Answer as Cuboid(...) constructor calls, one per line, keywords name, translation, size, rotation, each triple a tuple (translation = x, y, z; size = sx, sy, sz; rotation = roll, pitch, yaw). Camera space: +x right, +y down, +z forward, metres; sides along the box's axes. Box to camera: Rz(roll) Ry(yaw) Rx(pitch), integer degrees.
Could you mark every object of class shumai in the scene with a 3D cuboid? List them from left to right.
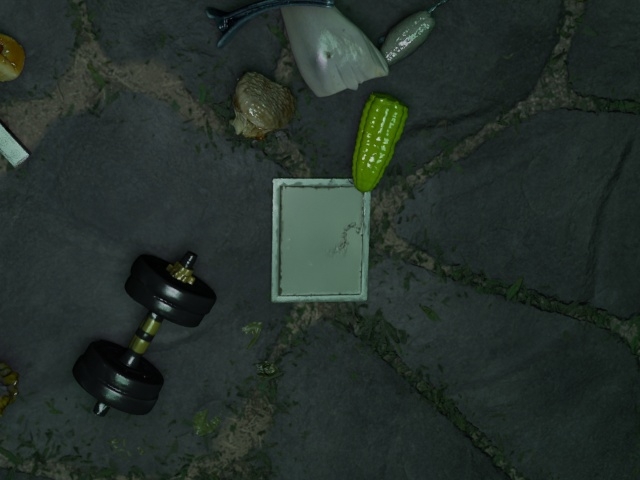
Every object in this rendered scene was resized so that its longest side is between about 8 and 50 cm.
Cuboid(name="shumai", translation=(-0.131, -0.262, 1.786), size=(0.145, 0.145, 0.116), rotation=(37, 136, -15))

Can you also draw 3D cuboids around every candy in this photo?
Cuboid(name="candy", translation=(0.115, -0.199, 1.843), size=(0.097, 0.097, 0.209), rotation=(14, 102, -12))

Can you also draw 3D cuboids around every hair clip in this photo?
Cuboid(name="hair clip", translation=(-0.099, -0.437, 1.700), size=(0.275, 0.048, 0.083), rotation=(-7, 105, 33))

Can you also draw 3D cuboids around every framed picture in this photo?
Cuboid(name="framed picture", translation=(0.000, 0.000, 1.906), size=(0.216, 0.016, 0.273), rotation=(1, 102, -9))

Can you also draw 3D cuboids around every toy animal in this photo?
Cuboid(name="toy animal", translation=(0.213, -0.444, 1.809), size=(0.253, 0.079, 0.070), rotation=(-39, 106, 0))

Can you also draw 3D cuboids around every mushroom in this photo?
Cuboid(name="mushroom", translation=(-0.006, -0.437, 1.762), size=(0.159, 0.122, 0.328), rotation=(-32, 104, -14))

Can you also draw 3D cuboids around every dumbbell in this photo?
Cuboid(name="dumbbell", translation=(-0.356, 0.190, 1.805), size=(0.185, 0.185, 0.388), rotation=(30, 95, -14))

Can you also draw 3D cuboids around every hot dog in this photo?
Cuboid(name="hot dog", translation=(-0.675, -0.362, 1.654), size=(0.242, 0.073, 0.084), rotation=(8, 64, -22))

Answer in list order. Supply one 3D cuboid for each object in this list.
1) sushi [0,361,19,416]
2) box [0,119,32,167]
Cuboid(name="sushi", translation=(-0.771, 0.264, 1.643), size=(0.351, 0.396, 0.240), rotation=(43, 94, -6))
Cuboid(name="box", translation=(-0.651, -0.237, 1.724), size=(0.039, 0.055, 0.218), rotation=(-40, 106, -1))
